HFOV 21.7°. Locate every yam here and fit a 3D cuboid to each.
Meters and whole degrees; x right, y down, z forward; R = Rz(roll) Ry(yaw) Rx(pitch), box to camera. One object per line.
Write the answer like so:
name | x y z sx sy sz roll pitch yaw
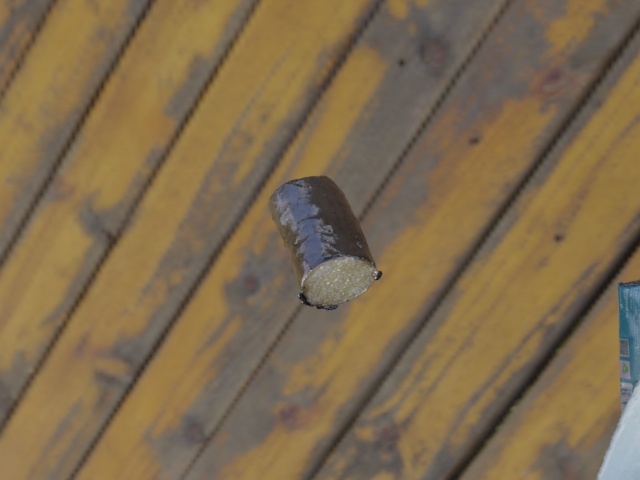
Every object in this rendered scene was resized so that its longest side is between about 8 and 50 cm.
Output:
yam | 0.001 -0.002 1.624 0.084 0.084 0.127 -47 46 29

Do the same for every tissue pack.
tissue pack | 0.377 0.123 1.749 0.120 0.082 0.169 1 94 61

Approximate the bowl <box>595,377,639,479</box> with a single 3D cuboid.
bowl | 0.379 0.286 1.512 0.196 0.435 0.435 19 109 -3
